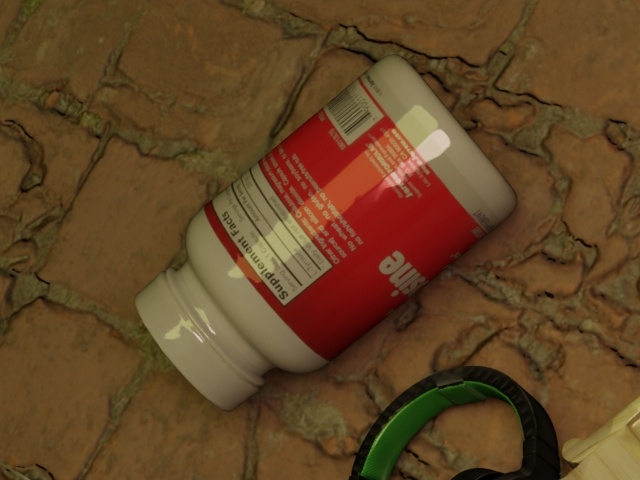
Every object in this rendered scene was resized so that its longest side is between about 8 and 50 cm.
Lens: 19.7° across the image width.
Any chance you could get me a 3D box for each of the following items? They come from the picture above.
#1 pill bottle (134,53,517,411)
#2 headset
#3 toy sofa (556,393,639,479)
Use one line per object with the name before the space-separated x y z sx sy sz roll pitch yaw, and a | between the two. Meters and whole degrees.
pill bottle | 0.000 0.000 2.063 0.407 0.229 0.229 -39 57 6
headset | 0.142 0.326 1.920 0.243 0.185 0.394 -16 48 35
toy sofa | 0.376 0.334 1.780 0.177 0.150 0.362 -41 58 2
